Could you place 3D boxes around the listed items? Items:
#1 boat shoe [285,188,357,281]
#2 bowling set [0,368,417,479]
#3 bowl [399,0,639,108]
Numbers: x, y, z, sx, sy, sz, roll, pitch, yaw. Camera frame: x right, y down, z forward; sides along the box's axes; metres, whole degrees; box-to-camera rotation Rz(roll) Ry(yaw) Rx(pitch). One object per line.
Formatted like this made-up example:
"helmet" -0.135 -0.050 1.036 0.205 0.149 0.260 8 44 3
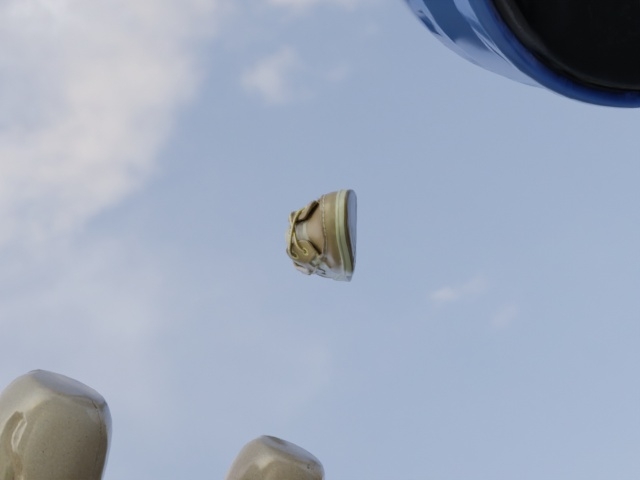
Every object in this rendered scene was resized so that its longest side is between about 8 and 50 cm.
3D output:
"boat shoe" 0.000 0.000 1.016 0.045 0.050 0.135 2 -16 0
"bowling set" -0.006 0.175 0.634 0.200 0.287 0.154 14 -79 -52
"bowl" 0.196 -0.238 0.785 0.391 0.077 0.391 -20 -47 -23
